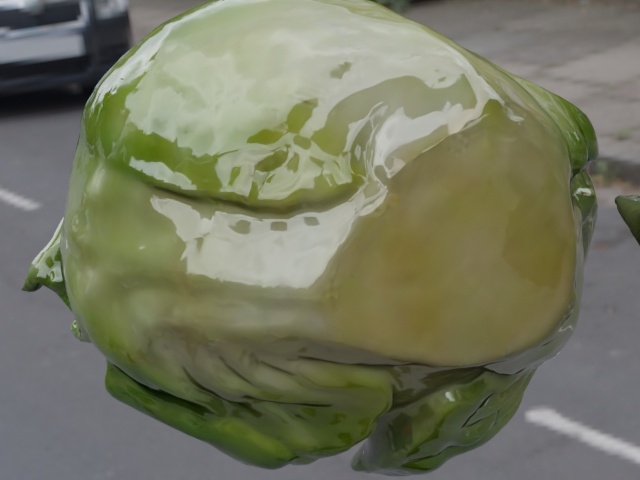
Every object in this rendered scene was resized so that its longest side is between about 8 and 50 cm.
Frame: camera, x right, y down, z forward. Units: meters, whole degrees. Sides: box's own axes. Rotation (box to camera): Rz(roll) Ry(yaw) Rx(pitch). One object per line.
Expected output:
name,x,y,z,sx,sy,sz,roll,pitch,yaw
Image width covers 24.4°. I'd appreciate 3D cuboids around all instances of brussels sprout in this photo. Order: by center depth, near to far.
brussels sprout,0.002,-0.002,0.725,0.260,0.227,0.294,10,-2,-23

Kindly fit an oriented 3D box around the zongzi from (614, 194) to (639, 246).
zongzi,0.177,-0.013,0.589,0.104,0.052,0.113,-41,41,19
